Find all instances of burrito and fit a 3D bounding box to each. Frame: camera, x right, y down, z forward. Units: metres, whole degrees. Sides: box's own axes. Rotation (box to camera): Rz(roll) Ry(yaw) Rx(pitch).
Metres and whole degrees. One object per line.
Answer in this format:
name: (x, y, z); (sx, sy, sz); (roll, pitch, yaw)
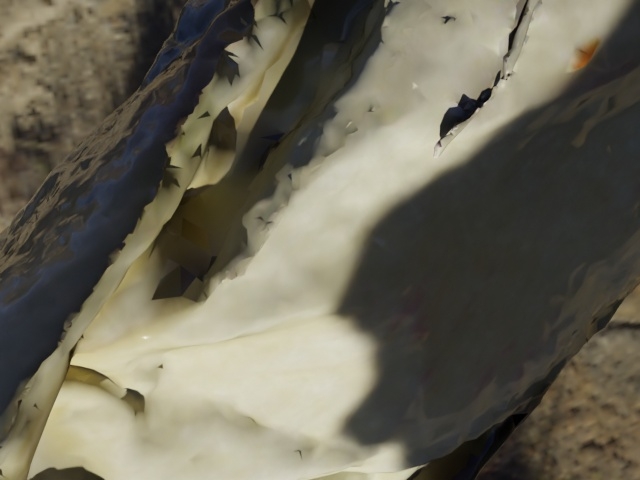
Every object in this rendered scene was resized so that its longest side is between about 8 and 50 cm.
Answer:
burrito: (-0.002, -0.002, 0.452); (0.332, 0.190, 0.135); (-46, 56, -2)
